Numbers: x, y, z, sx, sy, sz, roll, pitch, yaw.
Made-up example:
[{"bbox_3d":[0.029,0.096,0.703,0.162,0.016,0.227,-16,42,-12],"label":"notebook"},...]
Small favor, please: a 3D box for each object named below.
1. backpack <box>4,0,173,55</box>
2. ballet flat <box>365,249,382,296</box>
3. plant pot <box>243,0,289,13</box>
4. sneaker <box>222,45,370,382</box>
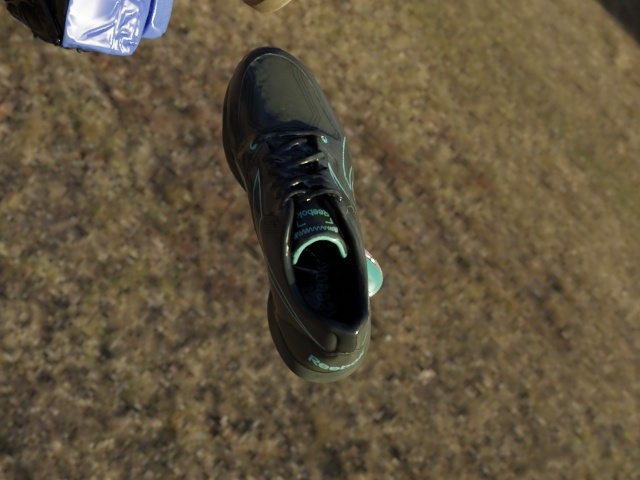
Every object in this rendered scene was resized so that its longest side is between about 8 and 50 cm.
[{"bbox_3d":[-0.165,-0.181,0.864,0.101,0.098,0.120,8,13,-42],"label":"backpack"},{"bbox_3d":[0.000,0.000,1.613,0.079,0.077,0.221,21,-19,47],"label":"ballet flat"},{"bbox_3d":[-0.075,-0.465,1.833,0.109,0.237,0.237,24,26,-28],"label":"plant pot"},{"bbox_3d":[-0.007,-0.031,0.937,0.106,0.101,0.268,120,-43,-73],"label":"sneaker"}]
